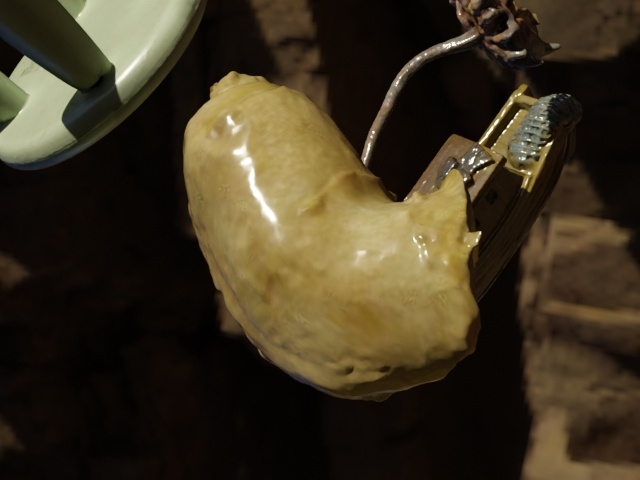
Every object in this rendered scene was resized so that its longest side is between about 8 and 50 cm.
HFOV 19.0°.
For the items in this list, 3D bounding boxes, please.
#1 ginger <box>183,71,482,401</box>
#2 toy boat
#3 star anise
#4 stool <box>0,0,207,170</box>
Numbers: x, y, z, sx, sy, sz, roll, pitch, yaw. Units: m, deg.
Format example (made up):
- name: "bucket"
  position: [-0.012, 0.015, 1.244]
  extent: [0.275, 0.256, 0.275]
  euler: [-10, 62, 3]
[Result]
- name: "ginger"
  position: [0.000, 0.000, 1.158]
  extent: [0.152, 0.267, 0.138]
  euler: [-49, -29, -7]
- name: "toy boat"
  position: [0.135, -0.019, 1.806]
  extent: [0.321, 0.089, 0.121]
  euler: [-53, -37, -15]
- name: "star anise"
  position: [0.102, -0.128, 1.683]
  extent: [0.148, 0.227, 0.218]
  euler: [46, -165, -47]
- name: "stool"
  position: [-0.208, -0.181, 1.296]
  extent: [0.198, 0.195, 0.195]
  euler: [46, -127, -26]
